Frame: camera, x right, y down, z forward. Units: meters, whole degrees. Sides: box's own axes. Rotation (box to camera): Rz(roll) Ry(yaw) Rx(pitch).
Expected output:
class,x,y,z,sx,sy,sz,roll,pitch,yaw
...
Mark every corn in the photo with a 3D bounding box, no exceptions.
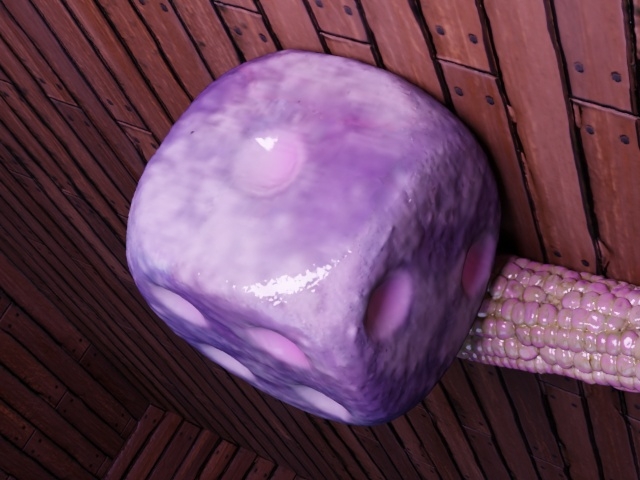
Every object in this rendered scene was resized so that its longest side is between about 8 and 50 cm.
class,x,y,z,sx,sy,sz,roll,pitch,yaw
corn,0.257,0.083,1.235,0.335,0.127,0.127,10,151,39

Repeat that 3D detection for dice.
class,x,y,z,sx,sy,sz,roll,pitch,yaw
dice,0.000,0.000,1.171,0.270,0.270,0.271,20,158,31
